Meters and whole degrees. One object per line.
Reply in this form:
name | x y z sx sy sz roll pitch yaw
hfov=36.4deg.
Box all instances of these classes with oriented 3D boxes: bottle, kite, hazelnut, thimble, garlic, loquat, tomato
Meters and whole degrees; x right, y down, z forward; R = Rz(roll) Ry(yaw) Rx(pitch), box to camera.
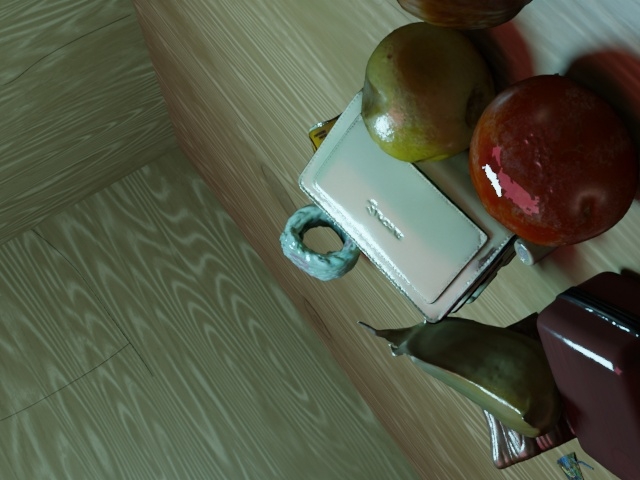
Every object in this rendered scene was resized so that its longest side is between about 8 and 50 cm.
bottle | 0.342 -0.004 1.464 0.045 0.096 0.045 54 167 19
kite | 0.541 0.503 2.037 0.160 0.010 0.183 33 151 61
hazelnut | 0.172 -0.348 1.193 0.214 0.176 0.214 28 -174 -3
thimble | 0.000 0.000 2.479 0.149 0.210 0.185 96 171 -71
garlic | 0.247 0.193 1.578 0.338 0.151 0.196 29 -171 32
loquat | 0.152 -0.219 1.452 0.213 0.213 0.213 54 166 20
tomato | 0.289 -0.097 1.261 0.232 0.188 0.232 57 167 21

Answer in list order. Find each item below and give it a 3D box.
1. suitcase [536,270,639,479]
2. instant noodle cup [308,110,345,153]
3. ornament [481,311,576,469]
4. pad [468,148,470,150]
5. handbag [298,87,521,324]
suitcase | 0.452 0.208 1.387 0.236 0.161 0.297 34 151 61
instant noodle cup | 0.082 -0.163 1.865 0.216 0.215 0.172 165 83 -76
ornament | 0.366 0.257 1.719 0.218 0.235 0.221 63 160 10
pad | 0.243 -0.147 1.699 0.270 0.012 0.269 56 167 10
handbag | 0.167 -0.074 1.626 0.358 0.160 0.237 47 126 17
